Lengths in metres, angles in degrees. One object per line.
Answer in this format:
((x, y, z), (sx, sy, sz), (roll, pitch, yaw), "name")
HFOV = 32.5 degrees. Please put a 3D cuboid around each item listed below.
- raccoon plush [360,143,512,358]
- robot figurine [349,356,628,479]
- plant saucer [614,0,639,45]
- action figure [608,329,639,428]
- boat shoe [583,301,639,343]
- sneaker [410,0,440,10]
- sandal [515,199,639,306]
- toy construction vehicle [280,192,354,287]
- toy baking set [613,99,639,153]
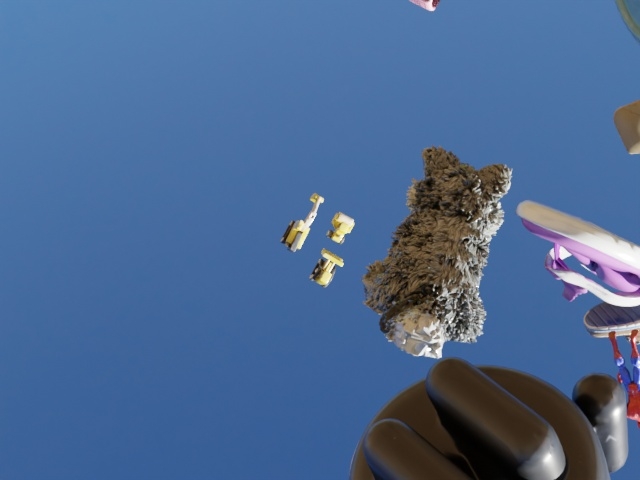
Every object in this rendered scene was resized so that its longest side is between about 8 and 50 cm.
((0.225, 0.012, 1.789), (0.216, 0.299, 0.446), (18, -172, -10), "raccoon plush")
((0.121, 0.197, 0.757), (0.209, 0.278, 0.173), (-12, -130, 11), "robot figurine")
((0.314, -0.304, 0.985), (0.044, 0.317, 0.317), (-5, -145, -3), "plant saucer")
((0.332, 0.149, 1.161), (0.038, 0.115, 0.030), (-8, -164, 23), "action figure")
((0.498, 0.129, 1.715), (0.183, 0.066, 0.066), (-11, -143, -8), "boat shoe")
((0.059, -0.278, 1.026), (0.319, 0.131, 0.112), (0, -167, 21), "sneaker")
((0.379, 0.044, 1.496), (0.169, 0.416, 0.102), (23, -89, 34), "sandal")
((0.000, 0.000, 1.416), (0.098, 0.086, 0.035), (-60, -163, -9), "toy construction vehicle")
((0.382, -0.049, 0.957), (0.256, 0.196, 0.030), (8, -148, 16), "toy baking set")
